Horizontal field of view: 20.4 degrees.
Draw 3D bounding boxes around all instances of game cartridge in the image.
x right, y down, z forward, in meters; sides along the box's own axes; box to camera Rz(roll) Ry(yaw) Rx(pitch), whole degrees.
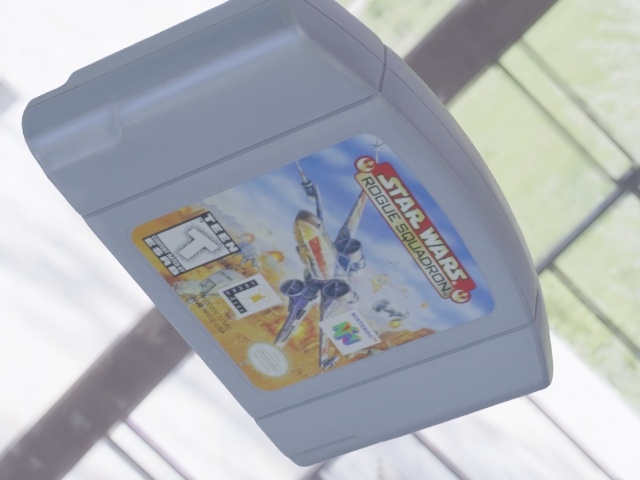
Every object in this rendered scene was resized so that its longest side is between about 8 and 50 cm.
[{"bbox_3d":[0.000,0.000,0.977,0.198,0.297,0.062,-19,36,27],"label":"game cartridge"}]
